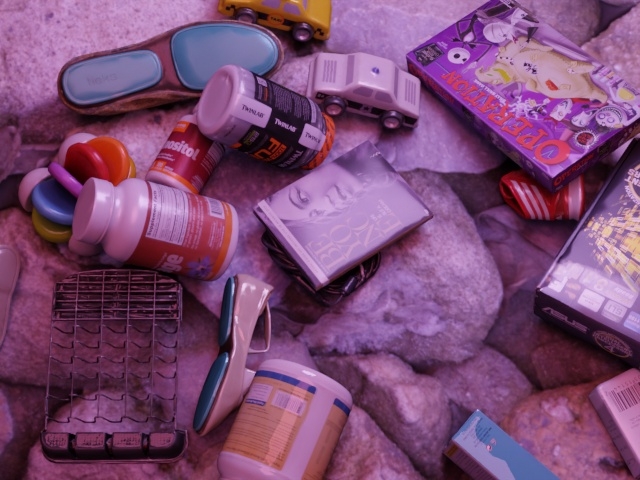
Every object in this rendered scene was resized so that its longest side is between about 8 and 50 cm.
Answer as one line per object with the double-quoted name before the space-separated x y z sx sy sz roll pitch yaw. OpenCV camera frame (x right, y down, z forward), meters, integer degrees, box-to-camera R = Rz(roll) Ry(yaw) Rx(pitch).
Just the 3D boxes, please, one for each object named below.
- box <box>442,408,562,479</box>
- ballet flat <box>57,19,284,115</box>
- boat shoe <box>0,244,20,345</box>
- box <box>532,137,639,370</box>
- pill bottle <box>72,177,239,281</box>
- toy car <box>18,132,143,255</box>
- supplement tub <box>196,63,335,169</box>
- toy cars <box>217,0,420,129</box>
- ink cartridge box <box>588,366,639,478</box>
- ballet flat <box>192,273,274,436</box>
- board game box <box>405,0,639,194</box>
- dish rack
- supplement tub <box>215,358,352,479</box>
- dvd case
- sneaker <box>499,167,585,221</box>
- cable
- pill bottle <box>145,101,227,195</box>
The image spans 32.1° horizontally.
"box" 0.284 0.341 1.530 0.244 0.100 0.060 40 73 12
"ballet flat" -0.231 -0.264 1.727 0.349 0.123 0.123 -12 71 -3
"boat shoe" -0.500 0.104 1.626 0.065 0.075 0.206 1 69 45
"box" 0.553 0.060 1.593 0.395 0.097 0.318 29 68 22
"pill bottle" -0.236 -0.019 1.592 0.216 0.121 0.121 15 67 -27
"toy car" -0.354 -0.080 1.644 0.159 0.136 0.182 42 74 12
"supplement tub" -0.079 -0.178 1.663 0.190 0.117 0.117 21 66 -33
"toy cars" 0.007 -0.318 1.747 0.393 0.087 0.176 46 56 13
"ink cartridge box" 0.577 0.266 1.583 0.296 0.066 0.261 -24 71 -10
"ballet flat" -0.116 0.167 1.598 0.086 0.086 0.248 11 69 2
"board game box" 0.317 -0.236 1.712 0.208 0.056 0.347 -37 56 -10
"dish rack" -0.291 0.176 1.580 0.208 0.074 0.271 0 74 -3
"supplement tub" -0.054 0.277 1.519 0.144 0.144 0.199 22 71 6
"dvd case" 0.034 -0.042 1.669 0.221 0.018 0.164 -32 68 -19
"sneaker" 0.338 -0.128 1.713 0.128 0.087 0.221 -2 54 11
"cable" 0.000 0.000 1.674 0.184 0.047 0.150 41 74 13
"pill bottle" -0.196 -0.134 1.696 0.086 0.086 0.152 25 71 7
